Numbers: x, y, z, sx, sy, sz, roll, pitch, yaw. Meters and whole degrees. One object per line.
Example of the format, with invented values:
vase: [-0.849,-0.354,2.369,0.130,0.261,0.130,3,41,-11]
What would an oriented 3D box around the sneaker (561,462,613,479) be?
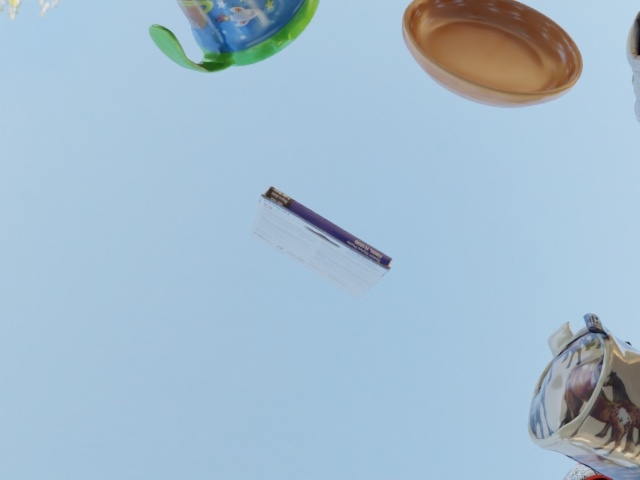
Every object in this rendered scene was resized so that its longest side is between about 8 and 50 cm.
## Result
sneaker: [0.387,0.446,1.238,0.090,0.145,0.270,39,-75,15]

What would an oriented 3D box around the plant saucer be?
plant saucer: [0.182,-0.206,0.846,0.200,0.037,0.200,7,-135,-7]

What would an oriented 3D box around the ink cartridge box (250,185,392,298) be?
ink cartridge box: [0.000,0.000,1.226,0.223,0.224,0.045,31,-107,-1]

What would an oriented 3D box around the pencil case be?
pencil case: [0.460,0.236,0.928,0.410,0.160,0.183,24,-132,-3]

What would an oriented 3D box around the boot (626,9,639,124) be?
boot: [0.433,-0.249,0.914,0.258,0.095,0.123,-56,-46,-28]

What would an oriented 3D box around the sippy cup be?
sippy cup: [-0.147,-0.431,1.212,0.224,0.240,0.305,49,-148,-52]
